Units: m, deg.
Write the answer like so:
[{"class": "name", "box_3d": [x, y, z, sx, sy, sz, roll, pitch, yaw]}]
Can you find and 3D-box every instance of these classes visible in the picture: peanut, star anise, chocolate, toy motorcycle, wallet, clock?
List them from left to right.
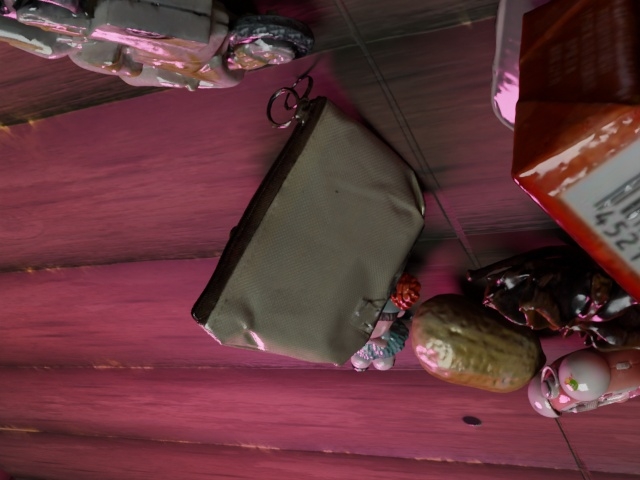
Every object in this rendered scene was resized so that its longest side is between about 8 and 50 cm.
[{"class": "toy motorcycle", "box_3d": [-0.191, -0.227, 0.923, 0.340, 0.108, 0.223, 5, 177, -25]}, {"class": "wallet", "box_3d": [0.000, 0.000, 1.054, 0.274, 0.335, 0.068, 29, 175, -30]}, {"class": "peanut", "box_3d": [0.231, 0.156, 1.244, 0.224, 0.129, 0.129, 23, 145, -15]}, {"class": "star anise", "box_3d": [0.328, 0.071, 1.086, 0.220, 0.126, 0.190, 22, -179, -40]}, {"class": "clock", "box_3d": [0.382, 0.187, 1.187, 0.162, 0.093, 0.166, -11, 160, -18]}, {"class": "chocolate", "box_3d": [0.265, -0.074, 0.673, 0.237, 0.235, 0.108, 38, 131, -19]}]

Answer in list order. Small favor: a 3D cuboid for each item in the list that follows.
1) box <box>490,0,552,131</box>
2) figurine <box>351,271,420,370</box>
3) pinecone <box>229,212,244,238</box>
[{"class": "box", "box_3d": [0.353, -0.220, 0.713, 0.396, 0.111, 0.396, 12, 144, 16]}, {"class": "figurine", "box_3d": [0.086, 0.116, 1.298, 0.137, 0.110, 0.246, 3, 144, 9]}, {"class": "pinecone", "box_3d": [-0.043, 0.023, 1.181, 0.195, 0.179, 0.150, -21, 149, 28]}]
